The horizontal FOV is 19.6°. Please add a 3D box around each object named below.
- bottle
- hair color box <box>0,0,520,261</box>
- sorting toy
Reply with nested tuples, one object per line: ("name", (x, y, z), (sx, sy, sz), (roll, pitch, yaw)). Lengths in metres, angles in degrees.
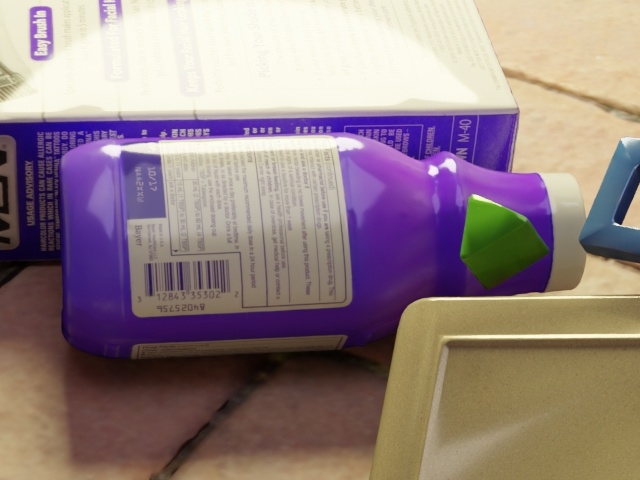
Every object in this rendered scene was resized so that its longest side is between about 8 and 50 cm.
("bottle", (0.000, 0.000, 1.002), (0.283, 0.092, 0.118), (-3, 71, -9))
("hair color box", (-0.067, -0.082, 1.119), (0.339, 0.110, 0.185), (0, 36, -9))
("sorting toy", (0.112, 0.111, 0.828), (0.196, 0.047, 0.347), (-4, 57, 28))
